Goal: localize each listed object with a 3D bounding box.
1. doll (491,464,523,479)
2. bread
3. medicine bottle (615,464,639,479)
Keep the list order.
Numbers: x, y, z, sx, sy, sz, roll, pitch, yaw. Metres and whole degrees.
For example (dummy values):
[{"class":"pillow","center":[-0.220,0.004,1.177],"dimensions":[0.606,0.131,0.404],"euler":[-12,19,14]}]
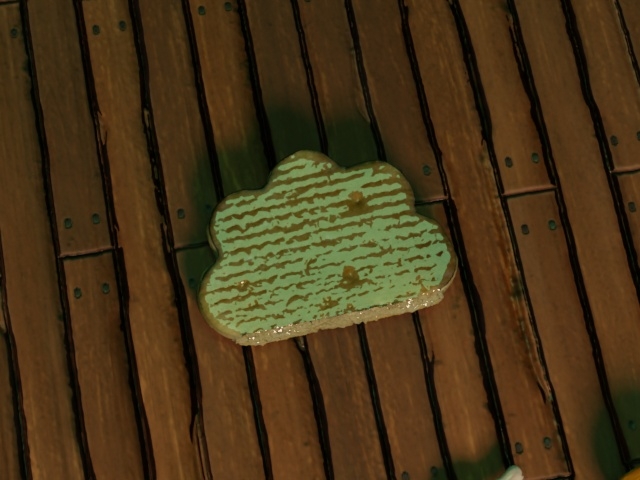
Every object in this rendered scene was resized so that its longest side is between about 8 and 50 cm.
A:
[{"class":"doll","center":[0.155,0.295,1.686],"dimensions":[0.135,0.071,0.113],"euler":[-12,62,-1]},{"class":"bread","center":[0.000,0.000,1.797],"dimensions":[0.287,0.056,0.207],"euler":[-8,72,-5]},{"class":"medicine bottle","center":[0.374,0.314,1.665],"dimensions":[0.096,0.096,0.191],"euler":[-24,72,-10]}]
